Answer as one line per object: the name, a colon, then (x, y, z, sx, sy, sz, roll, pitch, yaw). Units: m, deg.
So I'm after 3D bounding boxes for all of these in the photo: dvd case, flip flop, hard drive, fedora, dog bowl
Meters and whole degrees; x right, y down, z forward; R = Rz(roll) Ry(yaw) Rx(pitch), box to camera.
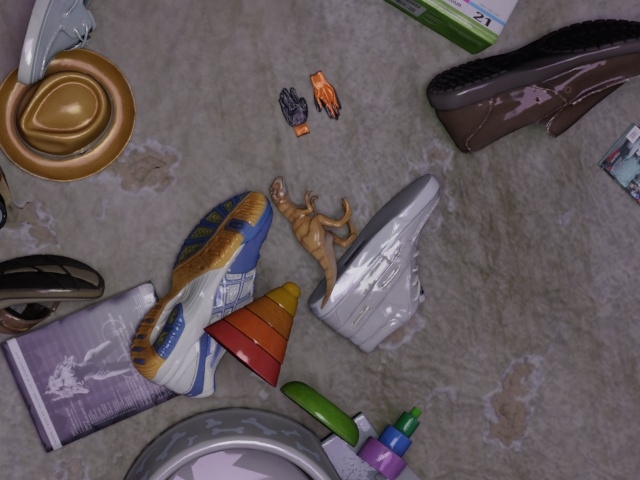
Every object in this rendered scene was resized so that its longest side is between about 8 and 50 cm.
dvd case: (-0.304, 0.173, 1.499, 0.221, 0.018, 0.164, -23, 95, -11)
flip flop: (-0.424, 0.087, 1.442, 0.277, 0.112, 0.080, -14, 118, -13)
hard drive: (0.030, 0.322, 1.557, 0.135, 0.022, 0.094, -35, 96, -9)
fedora: (-0.345, -0.172, 1.463, 0.194, 0.079, 0.194, 0, 90, -10)
dog bowl: (-0.112, 0.407, 1.477, 0.349, 0.102, 0.349, 0, 92, -5)
dvd case: (0.490, -0.106, 1.650, 0.119, 0.013, 0.087, 42, 83, -9)

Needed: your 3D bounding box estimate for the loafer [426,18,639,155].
loafer: (0.336, -0.222, 1.580, 0.366, 0.134, 0.130, -16, 116, -1)

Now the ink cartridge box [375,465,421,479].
ink cartridge box: (0.130, 0.386, 1.530, 0.052, 0.088, 0.122, -26, 106, -11)

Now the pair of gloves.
pair of gloves: (-0.015, -0.195, 1.559, 0.083, 0.010, 0.074, -27, 96, -7)

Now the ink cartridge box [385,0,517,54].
ink cartridge box: (0.216, -0.428, 1.560, 0.189, 0.097, 0.255, 30, 85, -9)

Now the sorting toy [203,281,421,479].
sorting toy: (0.013, 0.180, 1.460, 0.365, 0.127, 0.126, 42, 80, -26)

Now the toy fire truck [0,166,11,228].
toy fire truck: (-0.535, -0.115, 1.364, 0.217, 0.158, 0.246, -23, 129, -9)

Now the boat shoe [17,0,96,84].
boat shoe: (-0.335, -0.299, 1.443, 0.081, 0.079, 0.227, 20, 66, -11)

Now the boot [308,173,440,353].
boot: (0.108, 0.036, 1.548, 0.123, 0.095, 0.258, 41, 91, -14)

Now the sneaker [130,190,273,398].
sneaker: (-0.139, 0.076, 1.501, 0.131, 0.112, 0.296, 38, 77, -34)

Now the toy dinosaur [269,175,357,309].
toy dinosaur: (0.000, 0.000, 1.526, 0.112, 0.064, 0.211, -25, 65, -14)
